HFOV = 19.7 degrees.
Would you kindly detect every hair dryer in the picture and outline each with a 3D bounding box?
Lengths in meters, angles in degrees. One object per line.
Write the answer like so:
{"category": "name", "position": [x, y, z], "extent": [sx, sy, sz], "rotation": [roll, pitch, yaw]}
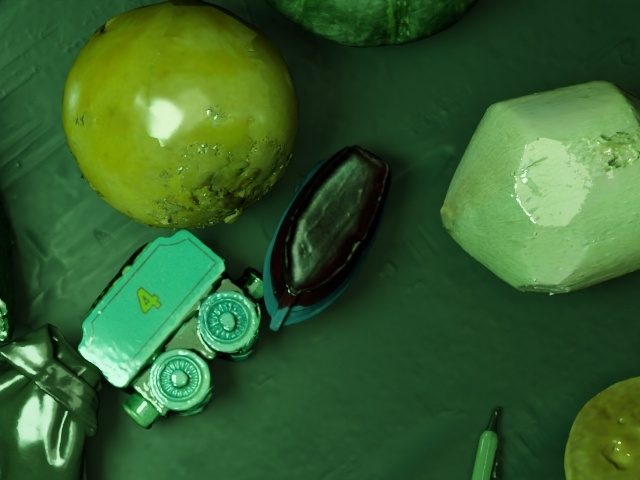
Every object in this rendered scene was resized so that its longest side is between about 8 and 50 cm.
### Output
{"category": "hair dryer", "position": [0.168, 0.243, 1.911], "extent": [0.071, 0.047, 0.150], "rotation": [14, 78, -2]}

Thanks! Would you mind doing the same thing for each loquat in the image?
{"category": "loquat", "position": [-0.136, -0.123, 1.825], "extent": [0.235, 0.235, 0.235], "rotation": [0, 85, -5]}

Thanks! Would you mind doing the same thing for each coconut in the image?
{"category": "coconut", "position": [0.237, -0.048, 1.858], "extent": [0.234, 0.224, 0.224], "rotation": [-13, 86, -18]}

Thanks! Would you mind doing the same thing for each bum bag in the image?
{"category": "bum bag", "position": [-0.283, 0.240, 1.839], "extent": [0.142, 0.080, 0.326], "rotation": [9, 103, 4]}

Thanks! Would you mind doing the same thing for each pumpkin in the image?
{"category": "pumpkin", "position": [0.048, -0.343, 1.869], "extent": [0.300, 0.207, 0.300], "rotation": [0, 92, 2]}

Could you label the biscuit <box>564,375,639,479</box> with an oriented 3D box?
{"category": "biscuit", "position": [0.411, 0.196, 1.865], "extent": [0.355, 0.052, 0.275], "rotation": [-33, 55, -18]}

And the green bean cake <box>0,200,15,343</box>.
{"category": "green bean cake", "position": [-0.372, -0.014, 1.785], "extent": [0.107, 0.193, 0.208], "rotation": [-13, 128, 1]}

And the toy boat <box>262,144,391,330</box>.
{"category": "toy boat", "position": [0.000, 0.000, 1.883], "extent": [0.100, 0.097, 0.223], "rotation": [28, 60, 2]}

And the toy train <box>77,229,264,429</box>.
{"category": "toy train", "position": [-0.147, 0.087, 1.869], "extent": [0.154, 0.107, 0.198], "rotation": [40, 83, 7]}
